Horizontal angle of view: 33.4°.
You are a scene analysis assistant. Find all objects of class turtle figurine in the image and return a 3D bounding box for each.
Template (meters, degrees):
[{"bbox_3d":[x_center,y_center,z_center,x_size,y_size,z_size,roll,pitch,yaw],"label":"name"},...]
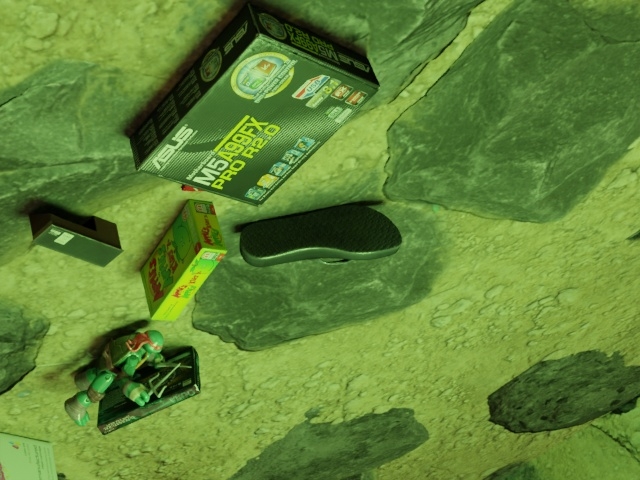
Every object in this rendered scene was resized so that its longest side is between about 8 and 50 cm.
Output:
[{"bbox_3d":[-0.323,0.216,1.800,0.234,0.118,0.175,-31,-174,20],"label":"turtle figurine"}]

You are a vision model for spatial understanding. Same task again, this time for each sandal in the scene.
[{"bbox_3d":[-0.001,-0.001,1.672,0.254,0.097,0.054,-3,144,-6],"label":"sandal"}]

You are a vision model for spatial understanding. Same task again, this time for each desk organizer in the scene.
[{"bbox_3d":[-0.346,-0.010,1.510,0.047,0.050,0.130,-37,143,24],"label":"desk organizer"}]

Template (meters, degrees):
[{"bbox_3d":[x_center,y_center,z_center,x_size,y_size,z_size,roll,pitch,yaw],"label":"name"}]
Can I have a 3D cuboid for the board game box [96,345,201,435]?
[{"bbox_3d":[-0.299,0.260,1.860,0.186,0.126,0.026,-23,116,4],"label":"board game box"}]

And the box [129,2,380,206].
[{"bbox_3d":[-0.088,-0.167,1.406,0.216,0.060,0.270,16,133,-42],"label":"box"}]

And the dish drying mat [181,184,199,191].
[{"bbox_3d":[-0.158,-0.082,1.542,0.083,0.008,0.032,-1,142,-26],"label":"dish drying mat"}]

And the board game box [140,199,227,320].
[{"bbox_3d":[-0.209,0.032,1.603,0.043,0.092,0.181,7,139,-35],"label":"board game box"}]

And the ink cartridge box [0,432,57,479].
[{"bbox_3d":[-0.610,0.452,1.907,0.117,0.201,0.278,-36,143,23],"label":"ink cartridge box"}]
